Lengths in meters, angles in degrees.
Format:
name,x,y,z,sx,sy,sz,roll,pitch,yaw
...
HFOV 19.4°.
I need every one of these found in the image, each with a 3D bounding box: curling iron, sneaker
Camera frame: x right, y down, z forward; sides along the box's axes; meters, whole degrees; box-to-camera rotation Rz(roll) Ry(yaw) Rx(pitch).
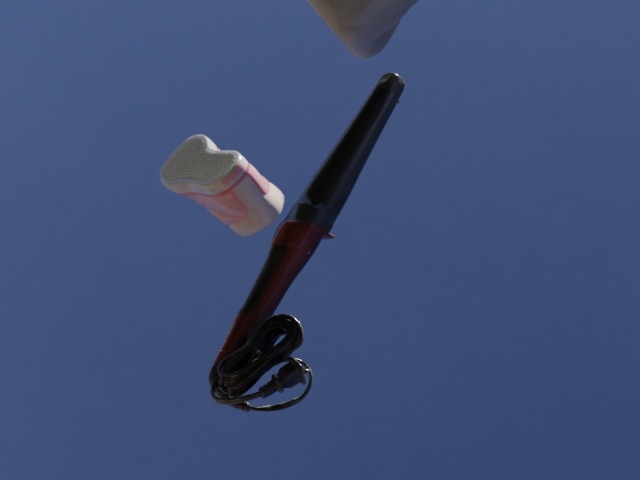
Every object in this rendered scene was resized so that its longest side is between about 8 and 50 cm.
name,x,y,z,sx,sy,sz,roll,pitch,yaw
curling iron,0.000,0.000,1.230,0.068,0.274,0.035,11,-32,22
sneaker,-0.072,-0.037,1.405,0.070,0.051,0.134,45,-11,-24

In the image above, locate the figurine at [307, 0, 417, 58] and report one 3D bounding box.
name,x,y,z,sx,sy,sz,roll,pitch,yaw
figurine,0.051,-0.257,1.282,0.209,0.215,0.092,-39,-133,3
